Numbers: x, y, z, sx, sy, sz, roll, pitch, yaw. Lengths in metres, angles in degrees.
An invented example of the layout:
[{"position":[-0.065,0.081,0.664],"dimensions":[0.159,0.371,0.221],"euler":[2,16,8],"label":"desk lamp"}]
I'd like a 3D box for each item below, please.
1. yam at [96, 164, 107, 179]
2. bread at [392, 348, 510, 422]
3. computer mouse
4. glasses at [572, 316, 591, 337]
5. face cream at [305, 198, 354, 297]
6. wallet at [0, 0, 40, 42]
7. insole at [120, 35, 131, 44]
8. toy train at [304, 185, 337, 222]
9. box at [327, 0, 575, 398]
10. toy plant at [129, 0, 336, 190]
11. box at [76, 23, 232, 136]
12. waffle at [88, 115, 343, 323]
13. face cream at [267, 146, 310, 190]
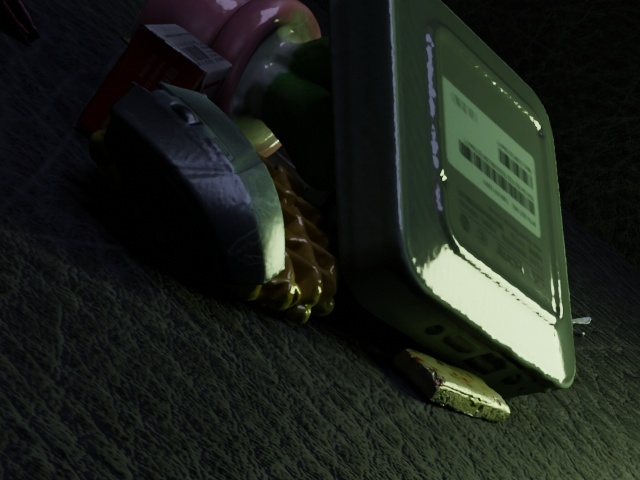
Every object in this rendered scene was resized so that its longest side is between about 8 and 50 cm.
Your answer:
[{"position":[-0.173,-0.061,1.618],"dimensions":[0.033,0.027,0.129],"euler":[43,13,28],"label":"yam"},{"position":[0.137,0.150,1.669],"dimensions":[0.068,0.028,0.154],"euler":[42,11,38],"label":"bread"},{"position":[-0.101,-0.060,1.435],"dimensions":[0.126,0.071,0.231],"euler":[-12,65,-39],"label":"computer mouse"},{"position":[0.276,0.123,1.986],"dimensions":[0.062,0.104,0.140],"euler":[38,15,4],"label":"glasses"},{"position":[0.000,0.000,1.796],"dimensions":[0.198,0.057,0.084],"euler":[37,9,7],"label":"face cream"},{"position":[-0.399,-0.327,1.923],"dimensions":[0.232,0.025,0.119],"euler":[48,-11,50],"label":"wallet"},{"position":[-0.176,-0.218,2.300],"dimensions":[0.253,0.005,0.086],"euler":[35,12,-3],"label":"insole"},{"position":[0.122,0.000,2.079],"dimensions":[0.086,0.088,0.407],"euler":[43,12,35],"label":"toy train"},{"position":[0.151,-0.056,1.780],"dimensions":[0.396,0.111,0.396],"euler":[33,47,-48],"label":"box"},{"position":[-0.037,-0.188,1.934],"dimensions":[0.356,0.210,0.317],"euler":[20,20,26],"label":"toy plant"},{"position":[-0.172,-0.155,1.740],"dimensions":[0.099,0.133,0.182],"euler":[35,9,0],"label":"box"},{"position":[-0.091,-0.034,1.572],"dimensions":[0.283,0.065,0.309],"euler":[46,18,9],"label":"waffle"},{"position":[0.038,-0.139,2.140],"dimensions":[0.201,0.187,0.201],"euler":[34,11,-8],"label":"face cream"}]
